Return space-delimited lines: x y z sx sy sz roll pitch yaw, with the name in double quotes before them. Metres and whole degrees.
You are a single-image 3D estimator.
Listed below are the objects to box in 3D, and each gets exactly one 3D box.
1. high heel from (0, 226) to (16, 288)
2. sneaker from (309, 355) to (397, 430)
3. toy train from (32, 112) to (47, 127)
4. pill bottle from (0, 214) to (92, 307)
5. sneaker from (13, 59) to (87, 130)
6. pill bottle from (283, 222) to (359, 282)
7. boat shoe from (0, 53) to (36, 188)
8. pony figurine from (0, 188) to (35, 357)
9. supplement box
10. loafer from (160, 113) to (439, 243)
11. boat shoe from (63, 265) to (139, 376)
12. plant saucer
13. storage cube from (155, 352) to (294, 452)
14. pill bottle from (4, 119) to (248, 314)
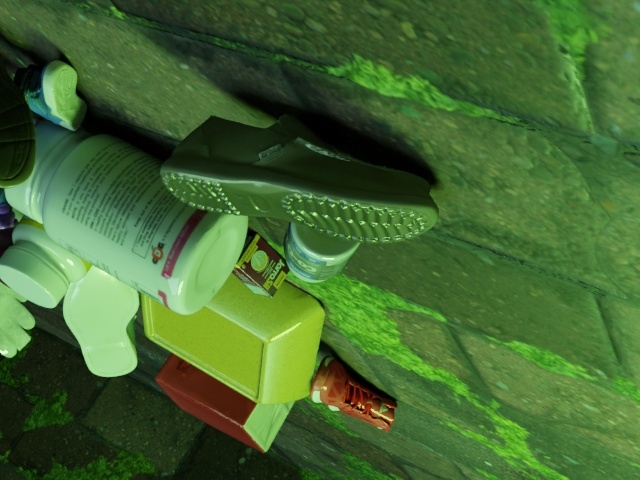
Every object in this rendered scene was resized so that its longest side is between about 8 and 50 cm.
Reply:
"high heel" -0.371 0.009 1.599 0.117 0.244 0.082 51 139 41
"sneaker" 0.066 0.260 1.809 0.128 0.087 0.221 17 171 18
"toy train" -0.401 -0.174 1.408 0.125 0.046 0.166 24 171 18
"pill bottle" -0.357 -0.017 1.505 0.119 0.208 0.119 24 154 13
"sneaker" -0.335 -0.183 1.280 0.085 0.058 0.152 23 169 3
"pill bottle" 0.000 0.000 1.163 0.078 0.078 0.137 32 163 2
"boat shoe" -0.400 -0.162 1.274 0.223 0.080 0.073 68 155 5
"pony figurine" -0.522 -0.034 1.753 0.363 0.303 0.351 35 163 54
"supplement box" -0.088 0.032 1.450 0.043 0.055 0.083 13 155 48
"loafer" -0.017 -0.067 0.999 0.269 0.092 0.102 11 160 12
"boat shoe" -0.349 0.100 1.715 0.116 0.099 0.319 -5 143 -8
"plant saucer" -0.166 0.129 1.693 0.333 0.081 0.332 29 150 12
"storage cube" -0.153 0.249 1.958 0.193 0.183 0.215 24 161 21
"pill bottle" -0.249 -0.038 1.359 0.283 0.160 0.160 28 163 14
